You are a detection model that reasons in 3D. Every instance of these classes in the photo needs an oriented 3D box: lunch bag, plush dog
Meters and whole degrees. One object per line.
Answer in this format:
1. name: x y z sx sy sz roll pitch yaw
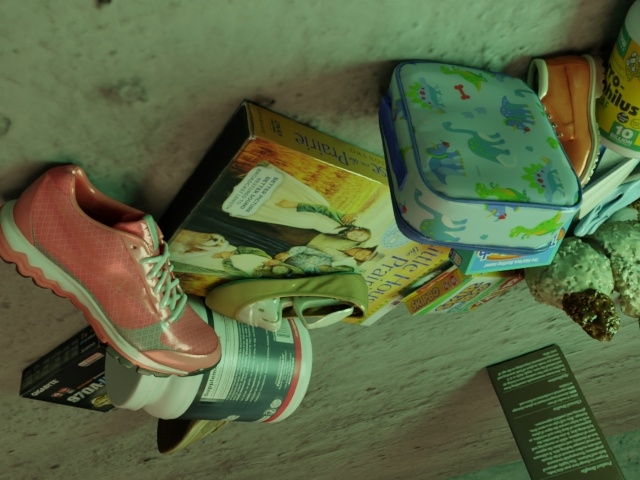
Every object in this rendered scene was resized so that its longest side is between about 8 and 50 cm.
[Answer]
1. lunch bag: 0.151 -0.091 0.602 0.176 0.218 0.090 4 141 -12
2. plush dog: 0.440 0.047 0.923 0.226 0.262 0.210 -14 116 -13

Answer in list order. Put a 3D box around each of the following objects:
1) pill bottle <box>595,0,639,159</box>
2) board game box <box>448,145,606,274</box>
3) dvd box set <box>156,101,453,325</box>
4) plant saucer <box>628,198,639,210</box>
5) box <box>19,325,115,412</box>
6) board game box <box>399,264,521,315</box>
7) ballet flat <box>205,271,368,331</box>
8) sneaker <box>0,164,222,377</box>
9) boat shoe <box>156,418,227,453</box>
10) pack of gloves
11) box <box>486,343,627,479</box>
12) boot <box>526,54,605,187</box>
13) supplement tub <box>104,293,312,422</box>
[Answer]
1. pill bottle: 0.377 -0.197 0.624 0.118 0.117 0.208 -12 145 -3
2. board game box: 0.278 -0.055 0.781 0.160 0.047 0.210 -6 127 -24
3. dvd box set: 0.000 0.000 0.816 0.421 0.062 0.308 16 136 -36
4. plant saucer: 0.543 -0.075 0.940 0.084 0.013 0.083 -9 145 -6
5. box: -0.378 0.226 1.010 0.220 0.051 0.175 -31 142 23
6. board game box: 0.247 0.082 0.981 0.124 0.039 0.260 -39 152 30
7. ballet flat: -0.043 0.090 0.810 0.233 0.073 0.080 -7 144 -8
8. sneaker: -0.221 0.041 0.677 0.136 0.116 0.314 -42 108 17
9. boat shoe: -0.218 0.333 1.153 0.110 0.121 0.341 18 133 -36
10. pack of gloves: 0.439 -0.107 0.810 0.232 0.046 0.195 -38 153 4
11. box: 0.560 0.464 1.376 0.191 0.381 0.143 -22 145 11
12. boot: 0.274 -0.135 0.670 0.085 0.157 0.059 0 -178 -11
13. supplement tub: -0.168 0.179 0.895 0.272 0.191 0.191 16 135 -35
